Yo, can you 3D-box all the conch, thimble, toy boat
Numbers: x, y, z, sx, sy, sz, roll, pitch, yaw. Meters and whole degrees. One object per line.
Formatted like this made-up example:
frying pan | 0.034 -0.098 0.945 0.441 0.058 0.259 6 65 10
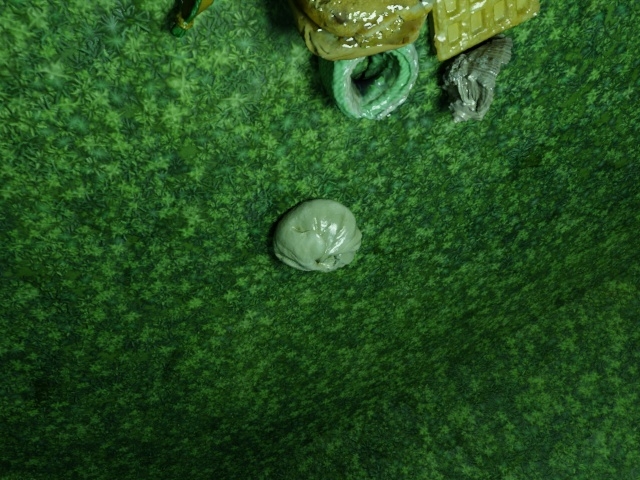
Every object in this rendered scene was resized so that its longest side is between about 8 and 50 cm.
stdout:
conch | 0.392 -0.404 1.296 0.162 0.178 0.245 28 94 -31
thimble | 0.105 -0.386 1.186 0.218 0.150 0.219 -13 136 -13
toy boat | -0.246 -0.487 0.966 0.088 0.089 0.230 -22 143 -24

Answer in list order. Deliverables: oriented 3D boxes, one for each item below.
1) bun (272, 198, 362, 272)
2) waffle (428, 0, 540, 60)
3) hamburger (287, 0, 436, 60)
bun | 0.000 0.000 1.520 0.259 0.160 0.259 -12 133 -13
waffle | 0.374 -0.547 1.219 0.274 0.057 0.168 -25 138 1
hamburger | 0.076 -0.498 1.000 0.318 0.319 0.158 -16 174 -10
